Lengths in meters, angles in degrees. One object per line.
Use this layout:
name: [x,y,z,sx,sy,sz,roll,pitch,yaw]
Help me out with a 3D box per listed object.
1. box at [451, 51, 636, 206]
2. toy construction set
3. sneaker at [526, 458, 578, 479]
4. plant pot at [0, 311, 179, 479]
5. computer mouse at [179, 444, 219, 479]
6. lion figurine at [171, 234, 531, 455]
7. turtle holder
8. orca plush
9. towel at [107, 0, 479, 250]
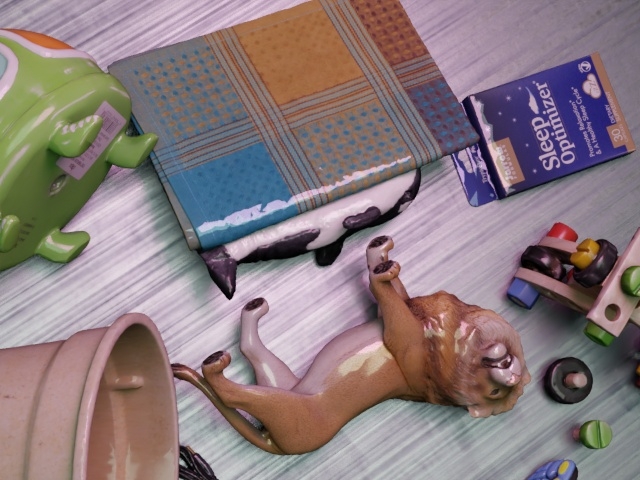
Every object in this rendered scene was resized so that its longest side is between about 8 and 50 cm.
box: [0.272,-0.139,1.677,0.225,0.036,0.136,-20,86,-11]
toy construction set: [0.401,0.060,1.568,0.309,0.237,0.257,-31,88,-13]
sneaker: [0.274,0.355,1.599,0.078,0.067,0.188,21,76,-29]
plant pot: [-0.335,0.238,1.375,0.305,0.334,0.334,0,81,9]
computer mouse: [-0.194,0.324,1.520,0.193,0.042,0.106,-40,91,-13]
lion figurine: [0.038,0.155,1.551,0.392,0.142,0.240,-24,113,1]
turtle holder: [-0.361,-0.086,1.475,0.227,0.243,0.320,38,117,12]
orca plush: [0.000,0.000,1.572,0.287,0.151,0.102,-34,127,-29]
towel: [-0.034,-0.157,1.582,0.370,0.040,0.271,-21,66,-13]
